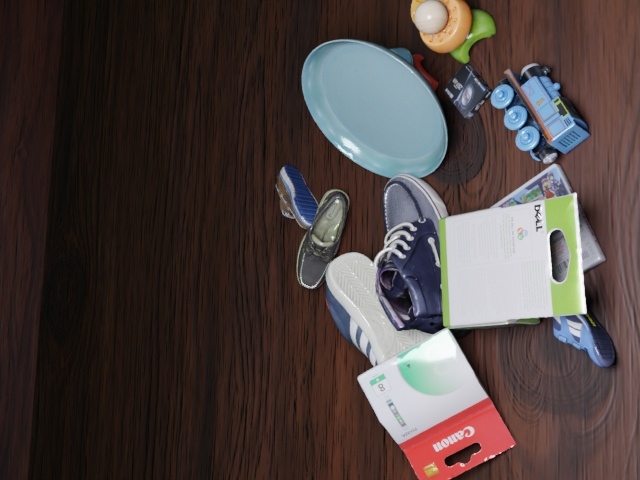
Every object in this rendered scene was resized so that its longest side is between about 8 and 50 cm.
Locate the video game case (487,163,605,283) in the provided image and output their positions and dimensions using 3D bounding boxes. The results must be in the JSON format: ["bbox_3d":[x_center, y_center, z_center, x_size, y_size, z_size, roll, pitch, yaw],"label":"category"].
[{"bbox_3d":[0.354,0.001,1.322,0.201,0.023,0.183,-39,57,38],"label":"video game case"}]

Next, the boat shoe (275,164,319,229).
[{"bbox_3d":[-0.054,-0.084,1.751,0.066,0.066,0.183,-54,39,33],"label":"boat shoe"}]

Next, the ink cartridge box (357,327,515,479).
[{"bbox_3d":[0.193,0.286,1.327,0.181,0.056,0.224,-31,77,10],"label":"ink cartridge box"}]

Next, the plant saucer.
[{"bbox_3d":[0.106,-0.249,1.480,0.318,0.317,0.043,2,43,47],"label":"plant saucer"}]

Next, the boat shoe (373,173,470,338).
[{"bbox_3d":[0.159,0.015,1.424,0.127,0.158,0.340,-45,54,36],"label":"boat shoe"}]

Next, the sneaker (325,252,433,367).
[{"bbox_3d":[0.124,0.191,1.485,0.350,0.131,0.148,59,158,21],"label":"sneaker"}]

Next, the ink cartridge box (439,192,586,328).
[{"bbox_3d":[0.321,0.042,1.263,0.255,0.097,0.188,-11,76,45],"label":"ink cartridge box"}]

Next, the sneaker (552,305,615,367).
[{"bbox_3d":[0.402,0.144,1.225,0.059,0.053,0.144,-51,42,28],"label":"sneaker"}]

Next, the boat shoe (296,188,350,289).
[{"bbox_3d":[0.001,0.000,1.646,0.080,0.073,0.223,21,99,2],"label":"boat shoe"}]

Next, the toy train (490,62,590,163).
[{"bbox_3d":[0.361,-0.215,1.311,0.105,0.080,0.184,-38,55,26],"label":"toy train"}]

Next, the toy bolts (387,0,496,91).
[{"bbox_3d":[0.170,-0.389,1.481,0.228,0.158,0.218,-49,52,30],"label":"toy bolts"}]

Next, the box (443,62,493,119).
[{"bbox_3d":[0.272,-0.276,1.457,0.067,0.018,0.083,-50,51,29],"label":"box"}]
